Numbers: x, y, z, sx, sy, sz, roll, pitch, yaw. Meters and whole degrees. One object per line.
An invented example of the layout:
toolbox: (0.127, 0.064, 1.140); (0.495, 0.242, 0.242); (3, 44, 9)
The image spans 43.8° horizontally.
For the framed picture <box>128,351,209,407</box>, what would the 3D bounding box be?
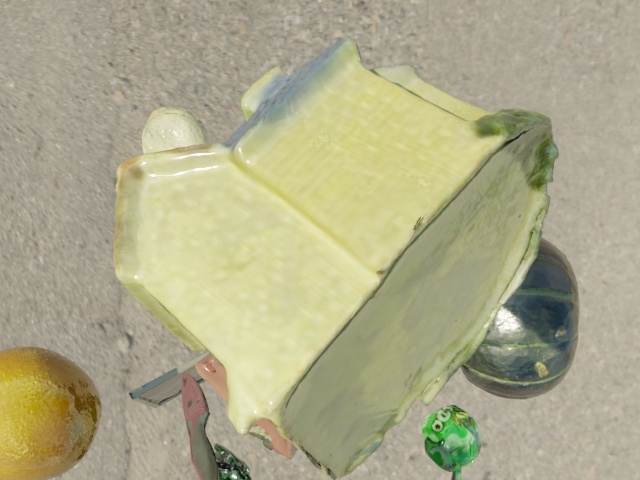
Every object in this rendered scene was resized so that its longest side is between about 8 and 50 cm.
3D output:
framed picture: (-0.272, 0.272, 1.585); (0.189, 0.260, 0.023); (-28, 77, -8)

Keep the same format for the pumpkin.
pumpkin: (0.375, 0.144, 1.541); (0.241, 0.323, 0.323); (-5, 108, 9)

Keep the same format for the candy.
candy: (0.224, 0.407, 1.289); (0.097, 0.097, 0.323); (-21, 117, -21)

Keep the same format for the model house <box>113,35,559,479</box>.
model house: (0.000, 0.000, 0.680); (0.321, 0.266, 0.261); (-48, 152, -12)

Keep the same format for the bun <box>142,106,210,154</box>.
bun: (-0.185, -0.115, 1.008); (0.069, 0.115, 0.115); (-33, 116, -20)

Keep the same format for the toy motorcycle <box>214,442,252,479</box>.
toy motorcycle: (-0.239, 0.511, 1.586); (0.275, 0.125, 0.187); (-13, 118, -45)

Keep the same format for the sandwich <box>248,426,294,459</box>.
sandwich: (-0.043, 0.277, 1.672); (0.131, 0.325, 0.262); (26, 55, 7)

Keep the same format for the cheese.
cheese: (-0.061, 0.214, 1.152); (0.128, 0.203, 0.177); (-38, 98, -32)

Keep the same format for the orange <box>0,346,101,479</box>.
orange: (-0.475, 0.281, 1.287); (0.236, 0.236, 0.236); (-7, 106, -26)

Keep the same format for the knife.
knife: (-0.140, 0.207, 0.907); (0.018, 0.247, 0.035); (37, 96, -25)
